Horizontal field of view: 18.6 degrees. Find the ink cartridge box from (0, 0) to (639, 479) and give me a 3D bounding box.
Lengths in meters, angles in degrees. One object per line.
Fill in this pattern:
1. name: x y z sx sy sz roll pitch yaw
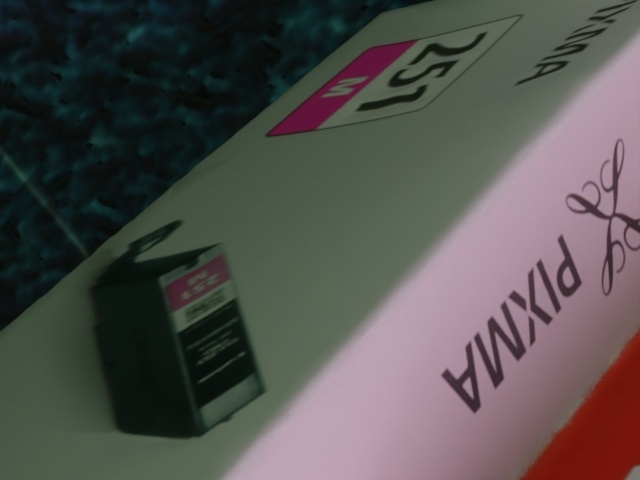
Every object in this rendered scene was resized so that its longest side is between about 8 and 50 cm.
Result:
1. ink cartridge box: 0.045 0.011 0.412 0.239 0.275 0.060 -9 114 42
